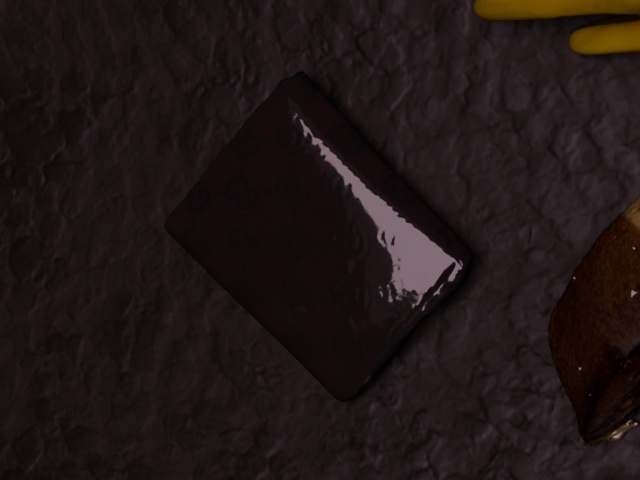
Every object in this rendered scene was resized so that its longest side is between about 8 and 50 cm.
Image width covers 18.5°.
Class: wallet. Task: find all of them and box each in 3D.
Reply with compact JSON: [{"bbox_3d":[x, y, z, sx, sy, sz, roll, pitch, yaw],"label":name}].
[{"bbox_3d":[0.000,0.000,1.619,0.229,0.049,0.182,46,108,14],"label":"wallet"}]

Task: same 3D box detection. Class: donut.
[{"bbox_3d":[0.256,0.028,1.456,0.295,0.151,0.112,-46,64,18],"label":"donut"}]

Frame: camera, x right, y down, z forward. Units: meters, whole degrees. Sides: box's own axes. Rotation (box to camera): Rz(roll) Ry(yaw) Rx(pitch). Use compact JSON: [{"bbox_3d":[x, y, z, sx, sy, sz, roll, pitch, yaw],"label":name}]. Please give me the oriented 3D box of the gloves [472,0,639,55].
[{"bbox_3d":[0.245,-0.221,1.491,0.294,0.116,0.133,6,66,33],"label":"gloves"}]
